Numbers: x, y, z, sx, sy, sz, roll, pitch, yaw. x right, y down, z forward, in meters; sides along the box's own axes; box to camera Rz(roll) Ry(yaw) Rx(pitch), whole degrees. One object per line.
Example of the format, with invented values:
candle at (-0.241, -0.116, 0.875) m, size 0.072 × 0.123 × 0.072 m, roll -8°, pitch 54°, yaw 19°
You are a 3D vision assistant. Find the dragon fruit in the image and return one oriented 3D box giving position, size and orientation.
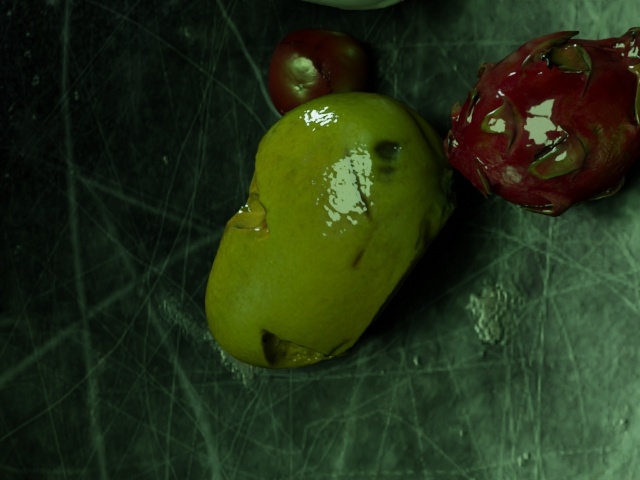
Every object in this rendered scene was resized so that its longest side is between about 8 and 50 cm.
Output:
dragon fruit at (0.175, -0.084, 1.139) m, size 0.166 × 0.136 × 0.133 m, roll -35°, pitch 100°, yaw -1°

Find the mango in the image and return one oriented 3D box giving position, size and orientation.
mango at (0.000, 0.000, 1.242) m, size 0.167 × 0.130 × 0.262 m, roll 40°, pitch 117°, yaw 20°

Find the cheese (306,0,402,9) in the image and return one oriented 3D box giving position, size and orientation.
cheese at (-0.021, -0.272, 1.232) m, size 0.198 × 0.154 × 0.189 m, roll 16°, pitch 131°, yaw 29°

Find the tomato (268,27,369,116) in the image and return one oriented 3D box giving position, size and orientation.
tomato at (-0.005, -0.132, 1.285) m, size 0.087 × 0.075 × 0.087 m, roll 0°, pitch 91°, yaw 31°
